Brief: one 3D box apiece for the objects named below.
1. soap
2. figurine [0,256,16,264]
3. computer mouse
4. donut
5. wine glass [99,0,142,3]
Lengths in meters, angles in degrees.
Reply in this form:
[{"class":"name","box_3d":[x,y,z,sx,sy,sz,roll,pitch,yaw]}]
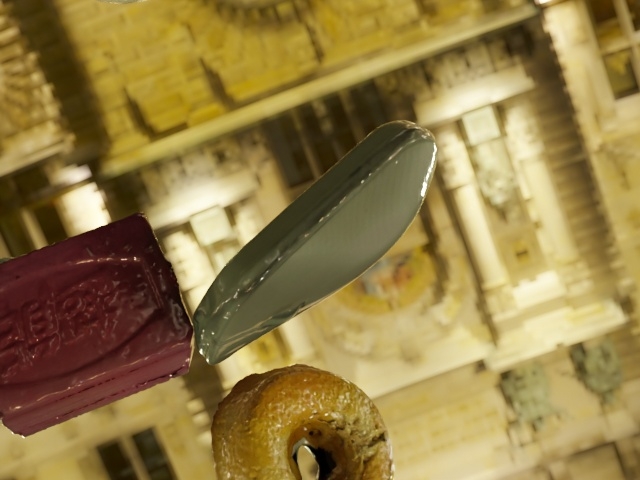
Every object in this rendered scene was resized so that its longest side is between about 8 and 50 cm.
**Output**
[{"class":"soap","box_3d":[-0.260,0.095,1.593,0.250,0.162,0.099,-23,166,-12]},{"class":"figurine","box_3d":[-0.387,0.072,1.793,0.235,0.155,0.127,-47,-151,14]},{"class":"computer mouse","box_3d":[0.005,0.005,1.552,0.331,0.095,0.197,-43,168,-32]},{"class":"donut","box_3d":[-0.020,0.276,1.992,0.253,0.253,0.118,-32,177,-33]},{"class":"wine glass","box_3d":[-0.159,-0.338,1.303,0.238,0.238,0.323,-27,166,-18]}]
